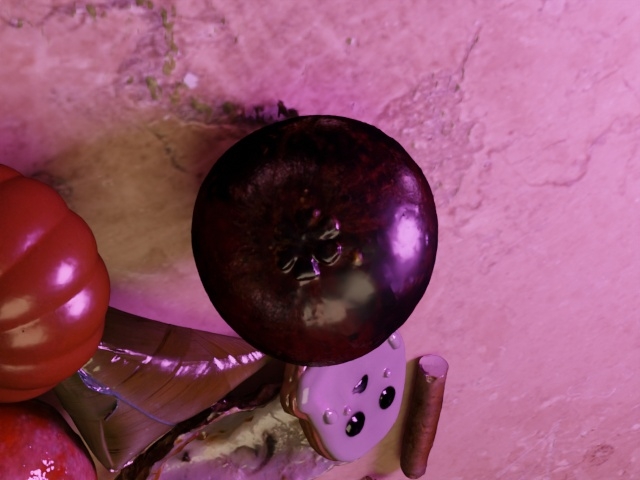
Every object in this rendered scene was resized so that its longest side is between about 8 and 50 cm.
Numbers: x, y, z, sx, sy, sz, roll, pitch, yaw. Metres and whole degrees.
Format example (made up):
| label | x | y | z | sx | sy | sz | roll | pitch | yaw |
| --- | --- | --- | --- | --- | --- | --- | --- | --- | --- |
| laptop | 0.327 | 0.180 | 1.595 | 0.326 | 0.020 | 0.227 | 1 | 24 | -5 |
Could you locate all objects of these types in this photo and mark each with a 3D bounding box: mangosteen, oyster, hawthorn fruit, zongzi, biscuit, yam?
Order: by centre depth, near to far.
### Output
| label | x | y | z | sx | sy | sz | roll | pitch | yaw |
| --- | --- | --- | --- | --- | --- | --- | --- | --- | --- |
| mangosteen | 0.000 | 0.000 | 0.942 | 0.236 | 0.235 | 0.261 | -28 | 177 | 4 |
| hawthorn fruit | -0.352 | 0.283 | 1.035 | 0.231 | 0.263 | 0.235 | -22 | 119 | -16 |
| zongzi | -0.166 | 0.113 | 1.041 | 0.256 | 0.115 | 0.228 | -25 | 137 | -9 |
| biscuit | 0.043 | 0.175 | 1.170 | 0.181 | 0.049 | 0.208 | -47 | 130 | -25 |
| oyster | -0.111 | 0.242 | 1.198 | 0.396 | 0.111 | 0.204 | -21 | 134 | -10 |
| yam | 0.144 | 0.258 | 1.377 | 0.046 | 0.046 | 0.263 | -11 | 135 | -14 |

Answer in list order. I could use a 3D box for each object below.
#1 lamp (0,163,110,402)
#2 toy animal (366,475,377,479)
| label | x | y | z | sx | sy | sz | roll | pitch | yaw |
| --- | --- | --- | --- | --- | --- | --- | --- | --- | --- |
| lamp | -0.289 | 0.037 | 0.838 | 0.223 | 0.196 | 0.223 | 11 | 126 | 16 |
| toy animal | 0.030 | 0.467 | 1.537 | 0.149 | 0.054 | 0.275 | -9 | 135 | -20 |
